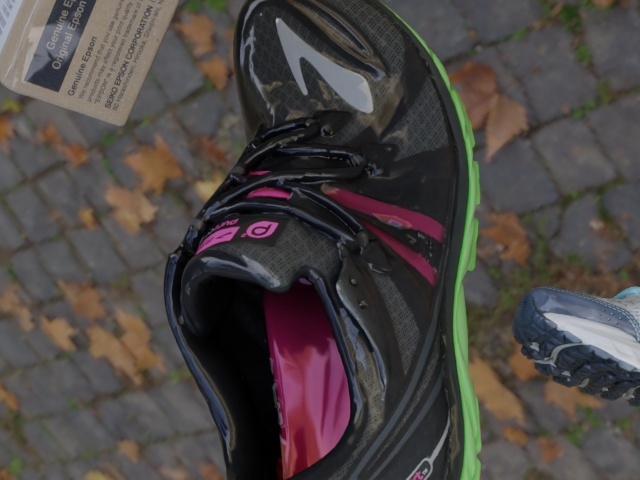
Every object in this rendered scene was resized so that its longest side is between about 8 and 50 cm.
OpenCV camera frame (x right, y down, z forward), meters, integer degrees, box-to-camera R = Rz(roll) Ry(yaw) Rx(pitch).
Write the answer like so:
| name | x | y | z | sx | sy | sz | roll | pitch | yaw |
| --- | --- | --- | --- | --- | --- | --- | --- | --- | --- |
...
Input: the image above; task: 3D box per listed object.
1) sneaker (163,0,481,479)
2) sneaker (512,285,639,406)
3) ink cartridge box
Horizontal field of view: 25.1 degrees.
| name | x | y | z | sx | sy | sz | roll | pitch | yaw |
| --- | --- | --- | --- | --- | --- | --- | --- | --- | --- |
| sneaker | 0.000 | 0.000 | 1.002 | 0.185 | 0.482 | 0.202 | -25 | 147 | 29 |
| sneaker | 0.271 | 0.064 | 1.055 | 0.283 | 0.122 | 0.110 | 15 | 165 | -17 |
| ink cartridge box | -0.155 | -0.209 | 0.944 | 0.193 | 0.088 | 0.234 | -65 | 29 | 15 |
